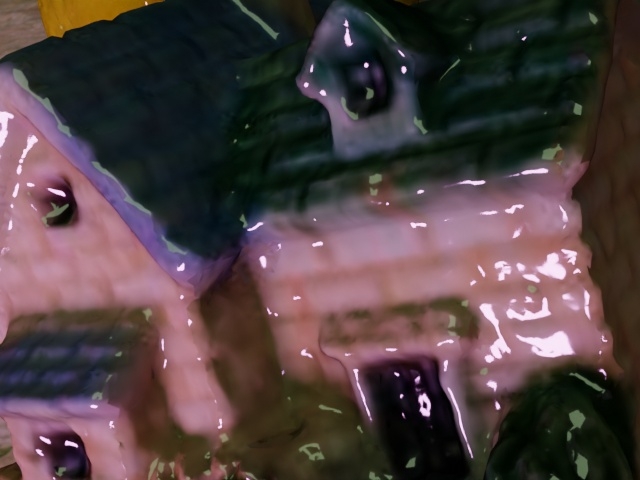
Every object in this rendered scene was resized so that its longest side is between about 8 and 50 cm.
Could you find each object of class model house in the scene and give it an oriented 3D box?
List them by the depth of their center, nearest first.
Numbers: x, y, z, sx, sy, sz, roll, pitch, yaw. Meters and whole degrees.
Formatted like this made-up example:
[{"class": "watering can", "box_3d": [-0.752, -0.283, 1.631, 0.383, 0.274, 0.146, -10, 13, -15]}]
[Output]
[{"class": "model house", "box_3d": [0.000, 0.000, 0.838, 0.445, 0.400, 0.395, -5, 12, 36]}]

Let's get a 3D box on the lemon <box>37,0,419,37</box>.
[{"class": "lemon", "box_3d": [-0.075, -0.253, 1.185, 0.387, 0.350, 0.350, -40, 51, 15]}]
